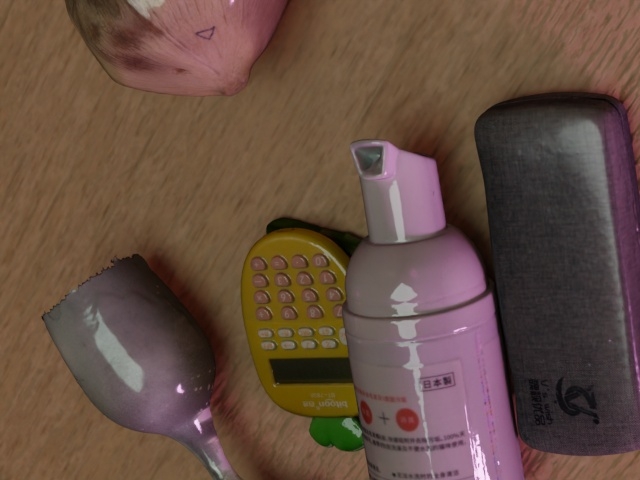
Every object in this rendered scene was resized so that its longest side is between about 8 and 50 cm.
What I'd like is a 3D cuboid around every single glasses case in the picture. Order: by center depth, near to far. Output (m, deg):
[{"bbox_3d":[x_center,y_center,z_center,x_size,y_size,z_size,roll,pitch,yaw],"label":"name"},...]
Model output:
[{"bbox_3d":[0.221,0.031,1.509,0.131,0.074,0.323,-2,106,29],"label":"glasses case"}]

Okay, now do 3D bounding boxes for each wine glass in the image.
[{"bbox_3d":[-0.143,0.169,1.702,0.143,0.143,0.321,-32,91,31],"label":"wine glass"}]

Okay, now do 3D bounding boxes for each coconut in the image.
[{"bbox_3d":[-0.127,-0.228,1.527,0.224,0.224,0.224,9,110,24],"label":"coconut"}]

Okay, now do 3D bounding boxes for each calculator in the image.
[{"bbox_3d":[-0.004,0.098,1.659,0.146,0.032,0.235,-3,112,30],"label":"calculator"}]

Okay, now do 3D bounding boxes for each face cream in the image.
[{"bbox_3d":[0.094,0.077,1.548,0.145,0.145,0.369,-1,106,27],"label":"face cream"}]

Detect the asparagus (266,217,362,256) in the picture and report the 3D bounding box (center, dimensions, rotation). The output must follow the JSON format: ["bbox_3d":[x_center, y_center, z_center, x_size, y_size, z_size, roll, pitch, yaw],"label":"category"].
[{"bbox_3d":[0.000,0.000,1.640,0.108,0.021,0.025,13,117,22],"label":"asparagus"}]
